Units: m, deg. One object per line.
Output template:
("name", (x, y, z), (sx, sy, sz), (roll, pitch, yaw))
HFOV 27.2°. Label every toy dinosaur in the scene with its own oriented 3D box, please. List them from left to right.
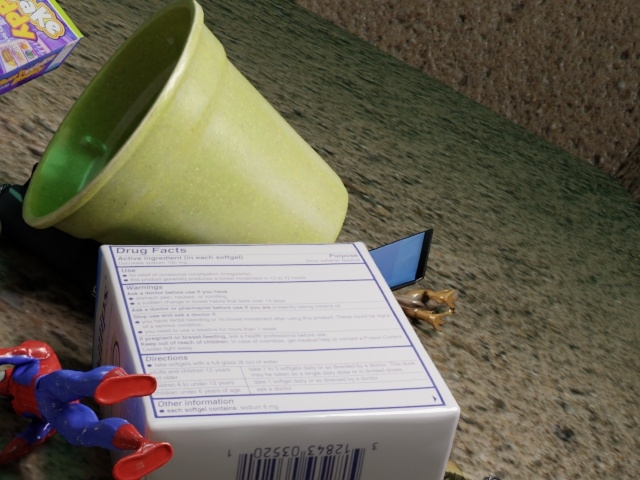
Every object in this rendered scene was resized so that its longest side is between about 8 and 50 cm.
("toy dinosaur", (0.133, 0.092, 1.927), (0.211, 0.064, 0.112), (13, -2, -43))

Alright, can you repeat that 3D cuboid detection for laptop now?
("laptop", (0.000, 0.000, 1.785), (0.264, 0.137, 0.234), (32, 17, -2))

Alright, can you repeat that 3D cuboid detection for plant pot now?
("plant pot", (-0.119, -0.061, 1.358), (0.254, 0.276, 0.276), (37, 15, -23))

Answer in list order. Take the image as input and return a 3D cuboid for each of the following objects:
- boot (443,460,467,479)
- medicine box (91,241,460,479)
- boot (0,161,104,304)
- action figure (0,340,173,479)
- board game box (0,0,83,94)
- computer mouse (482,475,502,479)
("boot", (0.010, 0.185, 1.424), (0.236, 0.089, 0.269), (22, 17, -36))
("medicine box", (-0.055, 0.131, 1.190), (0.263, 0.149, 0.289), (0, 29, -18))
("boot", (-0.235, -0.013, 1.488), (0.207, 0.094, 0.246), (40, 25, 8))
("action figure", (-0.237, 0.136, 1.048), (0.139, 0.092, 0.280), (-14, 8, -28))
("board game box", (-0.488, -0.327, 1.615), (0.347, 0.078, 0.233), (51, 42, -1))
("computer mouse", (0.219, 0.330, 1.455), (0.106, 0.042, 0.193), (37, 12, -3))
